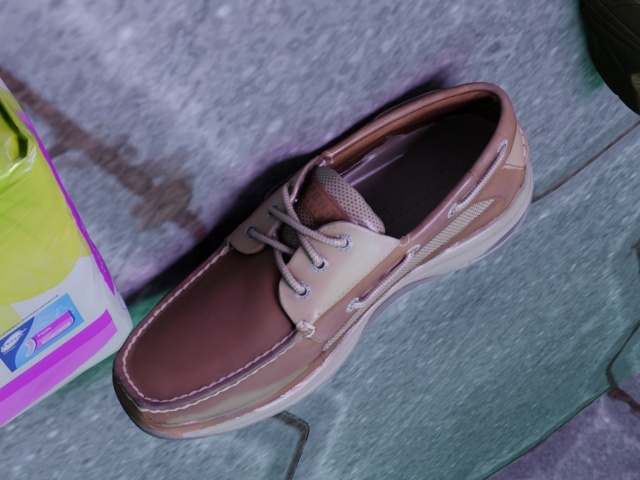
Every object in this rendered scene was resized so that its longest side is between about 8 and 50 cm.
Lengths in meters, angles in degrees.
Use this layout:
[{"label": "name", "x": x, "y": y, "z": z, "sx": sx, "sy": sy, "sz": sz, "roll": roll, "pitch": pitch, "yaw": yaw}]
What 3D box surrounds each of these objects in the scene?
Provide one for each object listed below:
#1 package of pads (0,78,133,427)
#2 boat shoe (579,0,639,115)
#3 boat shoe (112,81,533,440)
[{"label": "package of pads", "x": -0.243, "y": 0.050, "z": 0.602, "sx": 0.297, "sy": 0.101, "sz": 0.229, "roll": -34, "pitch": 158, "yaw": -11}, {"label": "boat shoe", "x": 0.235, "y": -0.156, "z": 0.959, "sx": 0.073, "sy": 0.080, "sz": 0.223, "roll": -43, "pitch": 163, "yaw": -1}, {"label": "boat shoe", "x": 0.000, "y": 0.000, "z": 0.869, "sx": 0.324, "sy": 0.123, "sz": 0.116, "roll": -38, "pitch": 152, "yaw": -17}]
